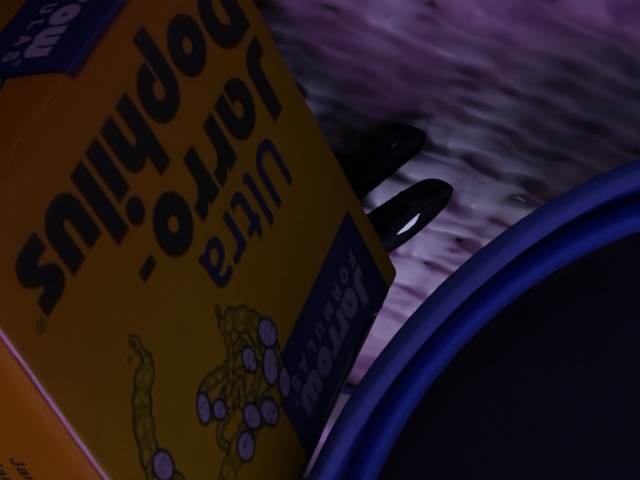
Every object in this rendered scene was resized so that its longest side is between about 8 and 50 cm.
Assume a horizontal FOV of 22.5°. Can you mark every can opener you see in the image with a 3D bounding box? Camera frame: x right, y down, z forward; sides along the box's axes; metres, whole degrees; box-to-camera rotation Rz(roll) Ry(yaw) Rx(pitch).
[{"bbox_3d":[0.000,0.000,0.724,0.059,0.073,0.186,54,145,9],"label":"can opener"}]

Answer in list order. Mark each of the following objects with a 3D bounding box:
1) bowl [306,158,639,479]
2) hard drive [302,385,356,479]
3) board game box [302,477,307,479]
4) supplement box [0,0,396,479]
[{"bbox_3d":[0.175,0.153,0.611,0.391,0.391,0.077,17,-176,-5],"label":"bowl"},{"bbox_3d":[0.020,0.169,0.955,0.319,0.040,0.210,14,134,-1],"label":"hard drive"},{"bbox_3d":[-0.080,0.196,0.942,0.347,0.056,0.208,24,129,-10],"label":"board game box"},{"bbox_3d":[-0.185,0.026,0.650,0.357,0.194,0.195,-6,130,31],"label":"supplement box"}]
